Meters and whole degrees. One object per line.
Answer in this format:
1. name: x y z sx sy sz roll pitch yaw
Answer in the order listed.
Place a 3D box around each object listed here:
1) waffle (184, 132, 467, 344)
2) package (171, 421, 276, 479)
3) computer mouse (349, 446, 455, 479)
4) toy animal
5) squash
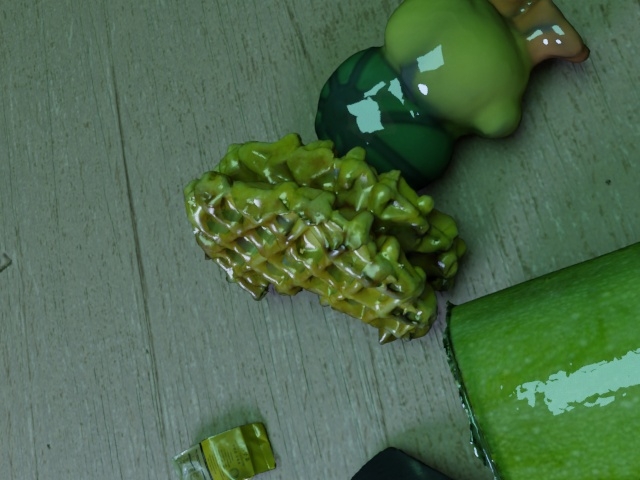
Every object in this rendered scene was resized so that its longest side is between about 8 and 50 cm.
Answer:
1. waffle: 0.000 0.000 0.926 0.324 0.261 0.151 12 64 24
2. package: -0.131 0.296 1.027 0.131 0.047 0.071 -28 66 19
3. computer mouse: 0.110 0.329 0.823 0.295 0.087 0.168 19 70 46
4. toy animal: 0.134 -0.197 0.933 0.338 0.191 0.216 -39 66 13
5. squash: 0.336 0.123 0.729 0.384 0.263 0.263 -21 71 19
